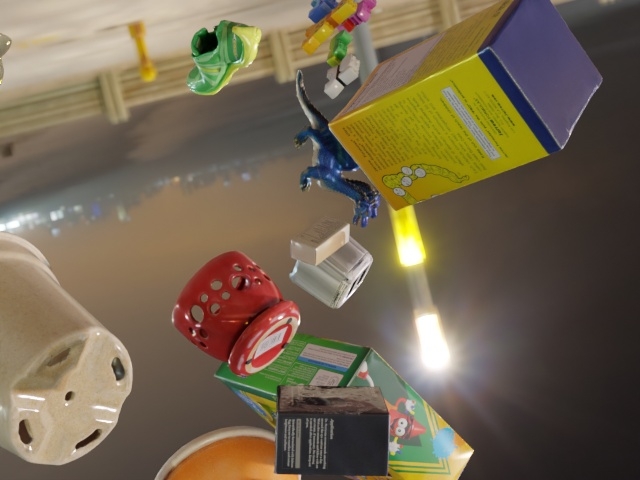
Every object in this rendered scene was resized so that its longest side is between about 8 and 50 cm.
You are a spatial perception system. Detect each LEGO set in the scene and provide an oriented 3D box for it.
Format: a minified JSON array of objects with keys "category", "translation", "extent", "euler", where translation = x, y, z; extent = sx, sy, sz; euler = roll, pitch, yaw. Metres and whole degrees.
[{"category":"LEGO set","translation":[0.034,-0.327,1.602],"extent":[0.093,0.087,0.227],"euler":[-34,-150,32]}]

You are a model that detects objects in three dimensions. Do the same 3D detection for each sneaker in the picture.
[{"category":"sneaker","translation":[-0.230,-0.411,2.321],"extent":[0.123,0.109,0.295],"euler":[24,155,-21]}]

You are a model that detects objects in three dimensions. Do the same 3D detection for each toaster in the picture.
[{"category":"toaster","translation":[0.027,0.055,2.469],"extent":[0.129,0.146,0.227],"euler":[-47,169,-31]}]

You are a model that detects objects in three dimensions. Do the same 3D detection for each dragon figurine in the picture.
[{"category":"dragon figurine","translation":[0.032,-0.164,1.907],"extent":[0.144,0.289,0.085],"euler":[-6,-179,10]}]

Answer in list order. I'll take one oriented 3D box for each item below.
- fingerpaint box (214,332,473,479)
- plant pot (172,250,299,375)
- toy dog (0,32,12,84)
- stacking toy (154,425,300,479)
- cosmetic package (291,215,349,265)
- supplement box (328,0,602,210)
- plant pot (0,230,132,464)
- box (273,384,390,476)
[{"category":"fingerpaint box","translation":[0.041,0.368,2.265],"extent":[0.445,0.371,0.163],"euler":[6,-124,54]},{"category":"plant pot","translation":[-0.149,0.143,1.959],"extent":[0.191,0.174,0.191],"euler":[-40,157,-21]},{"category":"toy dog","translation":[-0.680,-0.163,1.662],"extent":[0.285,0.408,0.395],"euler":[19,180,-13]},{"category":"stacking toy","translation":[-0.138,0.647,2.193],"extent":[0.351,0.350,0.480],"euler":[-16,-146,-15]},{"category":"cosmetic package","translation":[0.000,0.000,2.013],"extent":[0.060,0.041,0.115],"euler":[21,-143,30]},{"category":"supplement box","translation":[0.223,-0.216,1.679],"extent":[0.356,0.195,0.194],"euler":[-20,-154,48]},{"category":"plant pot","translation":[-0.471,0.186,1.667],"extent":[0.305,0.334,0.334],"euler":[24,-150,38]},{"category":"box","translation":[0.014,0.268,1.521],"extent":[0.158,0.093,0.156],"euler":[2,-174,-3]}]
